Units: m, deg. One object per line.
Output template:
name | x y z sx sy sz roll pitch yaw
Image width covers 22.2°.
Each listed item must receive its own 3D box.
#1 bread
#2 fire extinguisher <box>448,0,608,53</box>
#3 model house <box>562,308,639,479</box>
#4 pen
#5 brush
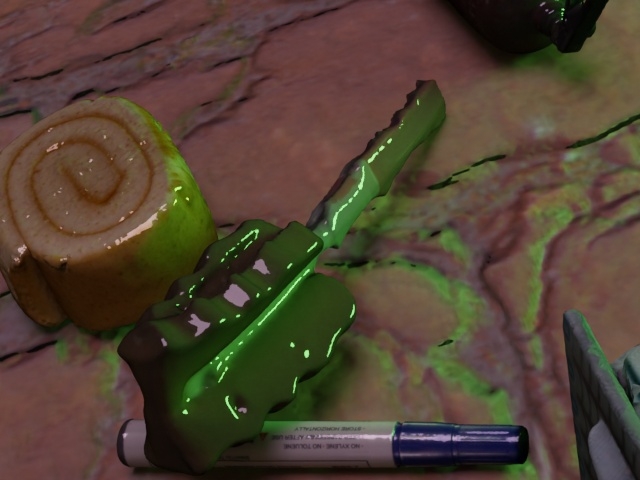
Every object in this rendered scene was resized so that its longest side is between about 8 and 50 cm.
bread | -0.127 -0.010 0.917 0.122 0.073 0.149 -30 42 -3
fire extinguisher | 0.097 -0.186 0.994 0.072 0.089 0.268 -8 38 -23
model house | 0.203 0.099 0.578 0.215 0.224 0.198 -33 47 -19
pen | -0.001 0.098 0.790 0.204 0.025 0.025 -2 46 17
brush | 0.000 0.000 0.842 0.071 0.084 0.301 6 36 32
